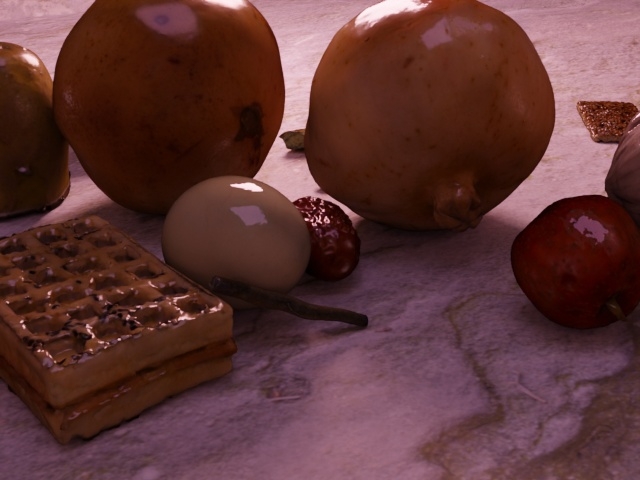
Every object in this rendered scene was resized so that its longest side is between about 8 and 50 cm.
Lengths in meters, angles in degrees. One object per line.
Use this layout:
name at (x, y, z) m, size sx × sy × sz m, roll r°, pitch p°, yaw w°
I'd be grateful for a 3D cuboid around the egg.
egg at (-0.115, 0.003, 1.279) m, size 0.186 × 0.185 × 0.242 m, roll -22°, pitch 17°, yaw -37°

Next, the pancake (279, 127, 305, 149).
pancake at (0.103, -0.213, 1.879) m, size 0.377 × 0.054 × 0.197 m, roll -8°, pitch 28°, yaw -12°

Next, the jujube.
jujube at (0.000, 0.000, 1.383) m, size 0.112 × 0.109 × 0.176 m, roll -22°, pitch 28°, yaw -7°

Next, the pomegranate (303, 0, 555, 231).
pomegranate at (0.174, -0.187, 1.466) m, size 0.412 × 0.411 × 0.411 m, roll -1°, pitch 26°, yaw 0°

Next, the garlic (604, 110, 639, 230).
garlic at (0.536, -0.071, 1.303) m, size 0.260 × 0.317 × 0.317 m, roll -2°, pitch 22°, yaw 31°

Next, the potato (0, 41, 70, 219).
potato at (-0.603, -0.224, 1.662) m, size 0.290 × 0.295 × 0.397 m, roll -19°, pitch 33°, yaw -36°

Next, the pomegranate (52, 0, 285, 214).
pomegranate at (-0.257, -0.252, 1.584) m, size 0.417 × 0.416 × 0.416 m, roll -1°, pitch 26°, yaw 0°

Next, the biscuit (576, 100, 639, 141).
biscuit at (0.627, -0.258, 1.988) m, size 0.131 × 0.025 × 0.231 m, roll 1°, pitch 26°, yaw 4°

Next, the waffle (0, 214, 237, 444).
waffle at (-0.305, 0.095, 1.199) m, size 0.261 × 0.113 × 0.376 m, roll -18°, pitch 31°, yaw -36°

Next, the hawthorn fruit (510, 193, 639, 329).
hawthorn fruit at (0.355, 0.041, 1.227) m, size 0.179 × 0.179 × 0.200 m, roll -10°, pitch 44°, yaw -19°

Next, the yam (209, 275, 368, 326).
yam at (-0.035, 0.084, 1.204) m, size 0.234 × 0.027 × 0.029 m, roll 16°, pitch -14°, yaw -27°
